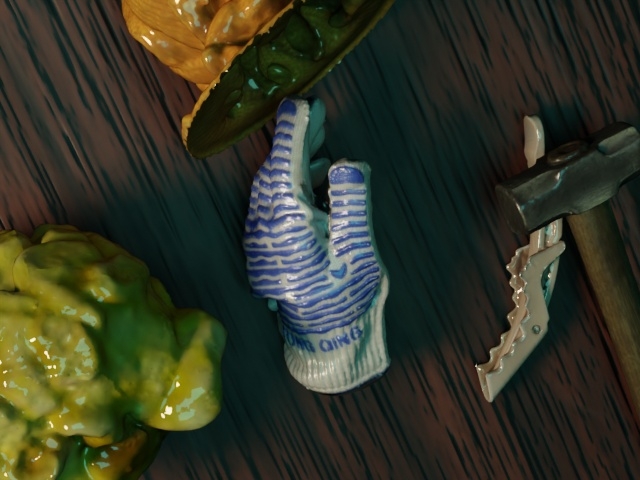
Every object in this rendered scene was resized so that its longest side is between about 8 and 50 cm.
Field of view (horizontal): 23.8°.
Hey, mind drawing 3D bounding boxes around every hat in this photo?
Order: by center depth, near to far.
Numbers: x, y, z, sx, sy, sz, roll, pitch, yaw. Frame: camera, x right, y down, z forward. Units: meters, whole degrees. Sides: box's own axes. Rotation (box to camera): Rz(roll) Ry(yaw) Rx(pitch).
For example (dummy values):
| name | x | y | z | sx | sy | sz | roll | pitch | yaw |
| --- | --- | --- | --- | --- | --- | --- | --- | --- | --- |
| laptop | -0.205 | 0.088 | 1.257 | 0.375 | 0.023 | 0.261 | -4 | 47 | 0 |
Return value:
| name | x | y | z | sx | sy | sz | roll | pitch | yaw |
| --- | --- | --- | --- | --- | --- | --- | --- | --- | --- |
| hat | -0.087 | -0.207 | 1.015 | 0.233 | 0.233 | 0.244 | 49 | 46 | 6 |

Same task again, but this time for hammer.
| name | x | y | z | sx | sy | sz | roll | pitch | yaw |
| --- | --- | --- | --- | --- | --- | --- | --- | --- | --- |
| hammer | 0.245 | 0.091 | 1.175 | 0.111 | 0.043 | 0.365 | -27 | 111 | -11 |

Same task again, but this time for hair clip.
| name | x | y | z | sx | sy | sz | roll | pitch | yaw |
| --- | --- | --- | --- | --- | --- | --- | --- | --- | --- |
| hair clip | 0.170 | 0.018 | 1.173 | 0.072 | 0.034 | 0.226 | 8 | 98 | -14 |

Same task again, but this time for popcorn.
| name | x | y | z | sx | sy | sz | roll | pitch | yaw |
| --- | --- | --- | --- | --- | --- | --- | --- | --- | --- |
| popcorn | -0.186 | 0.106 | 1.042 | 0.217 | 0.181 | 0.235 | 14 | 104 | -15 |

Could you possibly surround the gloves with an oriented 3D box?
| name | x | y | z | sx | sy | sz | roll | pitch | yaw |
| --- | --- | --- | --- | --- | --- | --- | --- | --- | --- |
| gloves | -0.003 | 0.005 | 1.096 | 0.097 | 0.119 | 0.229 | -27 | 115 | -49 |
